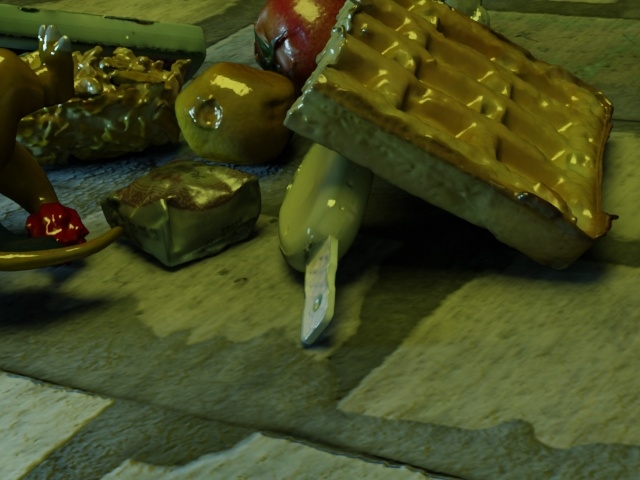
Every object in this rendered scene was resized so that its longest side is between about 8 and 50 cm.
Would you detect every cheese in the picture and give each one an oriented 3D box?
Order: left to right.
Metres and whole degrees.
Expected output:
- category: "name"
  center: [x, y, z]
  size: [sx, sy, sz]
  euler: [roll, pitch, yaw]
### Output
- category: "cheese"
  center: [0.000, 0.000, 1.354]
  size: [0.050, 0.127, 0.255]
  euler: [30, 35, -17]

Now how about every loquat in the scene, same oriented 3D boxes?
- category: "loquat"
  center: [-0.085, -0.138, 1.642]
  size: [0.137, 0.113, 0.137]
  euler: [-8, 12, 2]

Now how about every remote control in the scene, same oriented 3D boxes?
- category: "remote control"
  center: [-0.303, -0.213, 1.737]
  size: [0.344, 0.050, 0.145]
  euler: [2, -20, -33]

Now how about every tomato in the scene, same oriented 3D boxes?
- category: "tomato"
  center: [0.007, -0.218, 1.733]
  size: [0.167, 0.167, 0.167]
  euler: [-6, 25, 3]

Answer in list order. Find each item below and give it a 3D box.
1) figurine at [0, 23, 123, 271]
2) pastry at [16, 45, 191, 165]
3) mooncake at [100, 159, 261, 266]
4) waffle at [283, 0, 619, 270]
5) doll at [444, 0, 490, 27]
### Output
- category: "figurine"
  center: [-0.406, -0.070, 1.406]
  size: [0.387, 0.268, 0.401]
  euler: [-23, 33, -35]
- category: "pastry"
  center: [-0.262, -0.152, 1.673]
  size: [0.249, 0.154, 0.102]
  euler: [-9, 51, 0]
- category: "mooncake"
  center: [-0.132, -0.037, 1.481]
  size: [0.130, 0.073, 0.125]
  euler: [-21, 26, -31]
- category: "waffle"
  center: [0.136, -0.122, 1.438]
  size: [0.304, 0.077, 0.348]
  euler: [30, 28, -2]
- category: "doll"
  center: [0.073, -0.282, 1.925]
  size: [0.278, 0.175, 0.149]
  euler: [-13, -14, 8]
